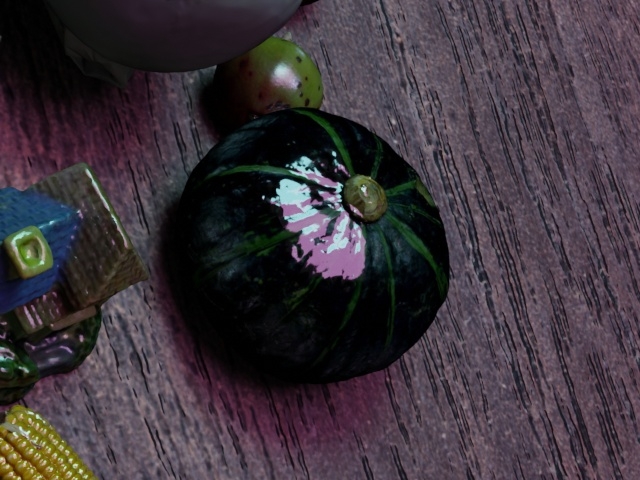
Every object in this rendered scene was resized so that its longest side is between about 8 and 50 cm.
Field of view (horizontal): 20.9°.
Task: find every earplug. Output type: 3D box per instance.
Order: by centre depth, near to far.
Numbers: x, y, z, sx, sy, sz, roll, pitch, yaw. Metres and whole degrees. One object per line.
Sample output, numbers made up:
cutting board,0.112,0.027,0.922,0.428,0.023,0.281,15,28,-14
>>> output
earplug,-0.162,-0.372,1.745,0.313,0.313,0.394,-1,66,-40

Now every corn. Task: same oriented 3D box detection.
corn,-0.237,0.267,1.645,0.244,0.093,0.093,50,47,-9

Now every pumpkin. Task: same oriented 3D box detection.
pumpkin,0.000,0.000,1.877,0.315,0.238,0.315,14,64,-30

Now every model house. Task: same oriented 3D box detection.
model house,-0.280,0.035,1.658,0.214,0.189,0.195,-21,81,-45

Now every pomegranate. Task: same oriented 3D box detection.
pomegranate,-0.065,-0.186,1.995,0.129,0.129,0.159,17,35,-34

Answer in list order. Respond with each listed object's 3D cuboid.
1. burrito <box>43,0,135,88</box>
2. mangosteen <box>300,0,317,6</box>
burrito,-0.204,-0.370,1.978,0.139,0.101,0.445,27,56,-14
mangosteen,-0.036,-0.375,2.088,0.156,0.146,0.181,19,58,-29
